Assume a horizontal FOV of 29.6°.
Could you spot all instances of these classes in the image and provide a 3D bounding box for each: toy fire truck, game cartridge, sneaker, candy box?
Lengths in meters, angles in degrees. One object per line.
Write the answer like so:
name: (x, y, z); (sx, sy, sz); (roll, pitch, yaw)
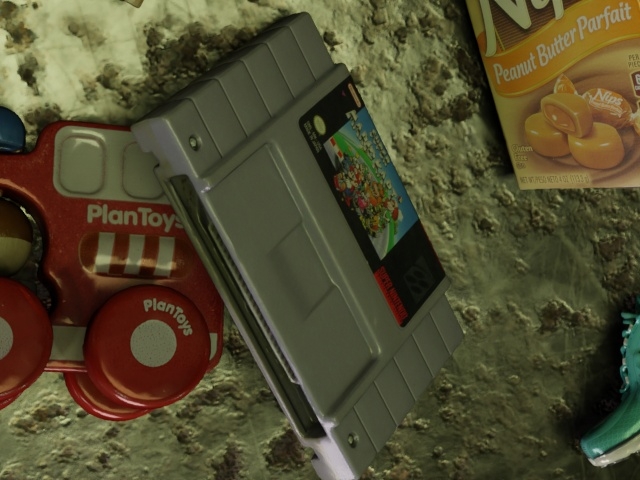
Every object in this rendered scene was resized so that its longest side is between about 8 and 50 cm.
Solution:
toy fire truck: (-0.221, 0.018, 1.024); (0.302, 0.169, 0.253); (5, 76, -18)
game cartridge: (0.000, 0.000, 1.057); (0.230, 0.068, 0.355); (-43, 114, -40)
sneaker: (0.348, 0.110, 1.238); (0.110, 0.107, 0.275); (38, 85, 0)
candy box: (0.227, -0.204, 1.069); (0.087, 0.183, 0.316); (-33, 111, -36)

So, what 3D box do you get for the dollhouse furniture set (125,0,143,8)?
dollhouse furniture set: (-0.183, -0.405, 0.921); (0.303, 0.174, 0.355); (29, 93, -20)
